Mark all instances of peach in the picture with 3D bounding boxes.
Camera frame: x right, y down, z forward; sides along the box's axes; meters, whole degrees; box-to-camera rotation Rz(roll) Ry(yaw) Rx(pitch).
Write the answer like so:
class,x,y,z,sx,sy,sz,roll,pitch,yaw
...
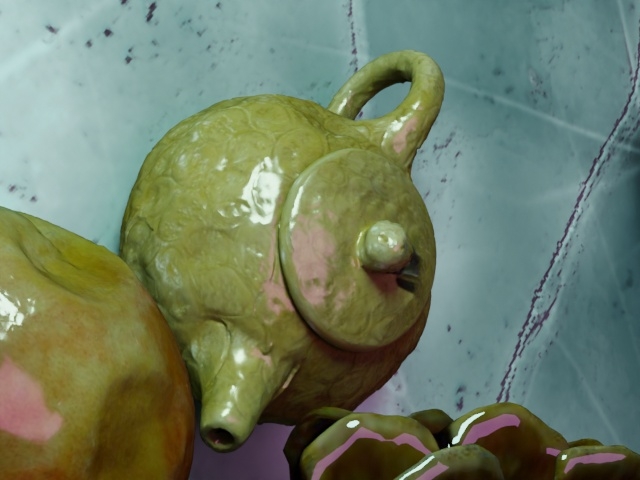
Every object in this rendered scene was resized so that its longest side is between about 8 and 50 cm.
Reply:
class,x,y,z,sx,sy,sz,roll,pitch,yaw
peach,-0.180,0.084,0.933,0.235,0.214,0.214,45,54,-60

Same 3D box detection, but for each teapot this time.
class,x,y,z,sx,sy,sz,roll,pitch,yaw
teapot,0.000,0.000,1.133,0.203,0.167,0.311,48,57,-27

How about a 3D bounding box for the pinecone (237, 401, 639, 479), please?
class,x,y,z,sx,sy,sz,roll,pitch,yaw
pinecone,0.087,0.277,0.887,0.397,0.397,0.398,5,83,-41
